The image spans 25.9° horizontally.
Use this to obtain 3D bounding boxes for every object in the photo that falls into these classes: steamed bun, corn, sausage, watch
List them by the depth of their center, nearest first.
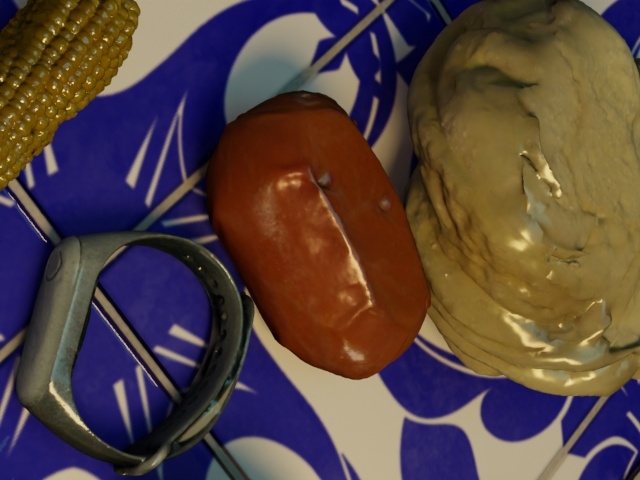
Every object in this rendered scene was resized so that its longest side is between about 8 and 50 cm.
[{"bbox_3d":[-0.253,-0.106,1.114,0.097,0.097,0.320,48,62,-22],"label":"corn"},{"bbox_3d":[-0.153,0.094,1.177,0.193,0.068,0.206,21,71,-32],"label":"watch"},{"bbox_3d":[0.001,0.000,1.245,0.153,0.141,0.268,-38,108,-47],"label":"sausage"},{"bbox_3d":[0.206,-0.038,1.347,0.325,0.230,0.372,-44,111,-39],"label":"steamed bun"}]

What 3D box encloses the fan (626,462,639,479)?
[{"bbox_3d":[0.410,0.206,1.599,0.282,0.023,0.057,-40,109,-33],"label":"fan"}]

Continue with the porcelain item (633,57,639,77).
[{"bbox_3d":[0.286,-0.137,1.524,0.215,0.069,0.081,-22,103,-30],"label":"porcelain item"}]
